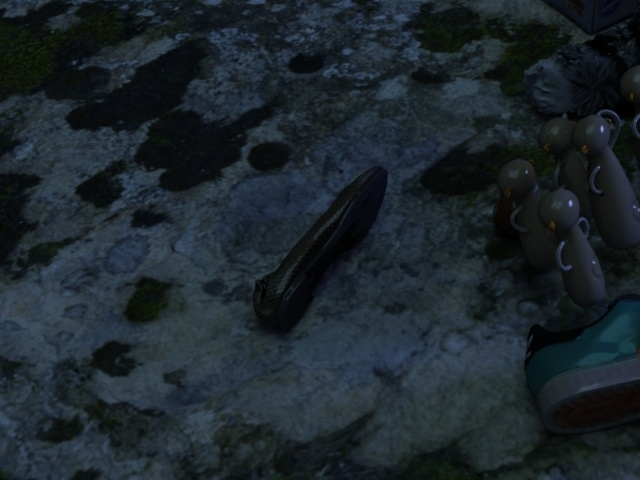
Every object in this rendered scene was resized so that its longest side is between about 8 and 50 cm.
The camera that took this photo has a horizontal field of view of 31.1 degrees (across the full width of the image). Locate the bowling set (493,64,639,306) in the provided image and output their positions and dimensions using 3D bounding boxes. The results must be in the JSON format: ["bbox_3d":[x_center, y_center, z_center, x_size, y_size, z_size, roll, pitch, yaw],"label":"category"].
[{"bbox_3d":[0.251,-0.062,1.248,0.200,0.154,0.287,-3,31,40],"label":"bowling set"}]

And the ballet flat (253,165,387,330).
[{"bbox_3d":[0.000,0.000,1.323,0.058,0.084,0.250,23,59,25],"label":"ballet flat"}]

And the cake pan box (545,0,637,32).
[{"bbox_3d":[0.413,-0.432,1.687,0.245,0.070,0.267,-23,47,-17],"label":"cake pan box"}]

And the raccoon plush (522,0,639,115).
[{"bbox_3d":[0.470,-0.344,1.515,0.446,0.216,0.299,-10,27,9],"label":"raccoon plush"}]

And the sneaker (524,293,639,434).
[{"bbox_3d":[0.353,0.099,1.150,0.302,0.108,0.121,-11,50,-1],"label":"sneaker"}]

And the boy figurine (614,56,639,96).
[{"bbox_3d":[0.471,-0.103,1.319,0.092,0.177,0.285,-47,61,22],"label":"boy figurine"}]
